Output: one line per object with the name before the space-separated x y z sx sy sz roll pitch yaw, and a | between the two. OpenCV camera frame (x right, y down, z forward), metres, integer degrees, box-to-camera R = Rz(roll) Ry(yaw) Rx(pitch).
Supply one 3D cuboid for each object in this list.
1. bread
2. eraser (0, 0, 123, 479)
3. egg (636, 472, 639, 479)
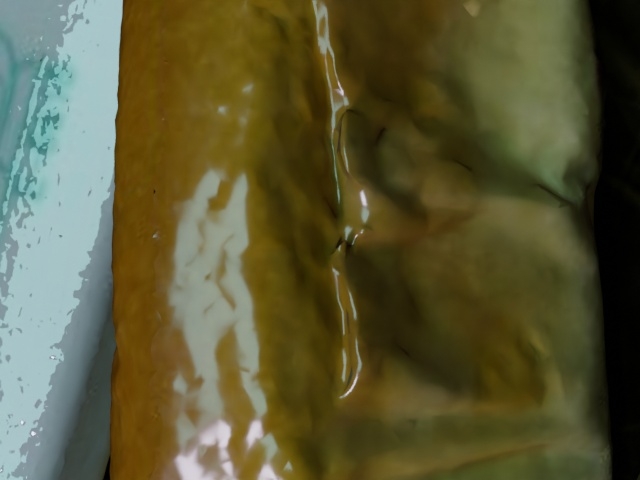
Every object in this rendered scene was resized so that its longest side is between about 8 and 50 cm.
bread | 0.003 -0.005 0.473 0.183 0.236 0.388 -2 74 -13
eraser | -0.170 -0.009 0.664 0.189 0.104 0.289 18 93 34
egg | 0.192 0.139 0.392 0.195 0.195 0.233 -17 73 27
